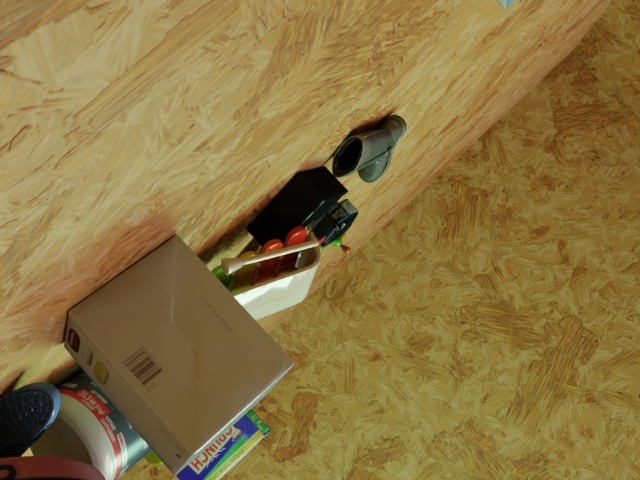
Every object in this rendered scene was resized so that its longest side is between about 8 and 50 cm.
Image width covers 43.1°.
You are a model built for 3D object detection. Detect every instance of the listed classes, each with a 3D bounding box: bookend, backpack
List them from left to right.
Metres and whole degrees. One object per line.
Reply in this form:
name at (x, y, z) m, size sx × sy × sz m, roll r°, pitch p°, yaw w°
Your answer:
bookend at (-0.042, -0.061, 1.582) m, size 0.156 × 0.072 × 0.157 m, roll -45°, pitch 174°, yaw 21°
backpack at (0.032, -0.055, 1.987) m, size 0.114 × 0.084 × 0.105 m, roll -33°, pitch 167°, yaw -41°

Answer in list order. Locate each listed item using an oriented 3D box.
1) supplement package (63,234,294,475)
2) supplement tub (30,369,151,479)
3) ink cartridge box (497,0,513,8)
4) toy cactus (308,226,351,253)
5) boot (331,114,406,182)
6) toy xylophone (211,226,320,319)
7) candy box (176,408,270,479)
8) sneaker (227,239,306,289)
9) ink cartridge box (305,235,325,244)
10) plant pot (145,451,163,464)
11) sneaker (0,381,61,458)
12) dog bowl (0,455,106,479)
supplement package at (-0.212, 0.168, 1.192) m, size 0.204 × 0.262 × 0.145 m, roll -39°, pitch 171°, yaw -32°
supplement tub at (-0.363, 0.304, 1.447) m, size 0.191 × 0.191 × 0.272 m, roll -49°, pitch 172°, yaw 37°
ink cartridge box at (0.292, -0.430, 1.182) m, size 0.143 × 0.092 × 0.090 m, roll -44°, pitch 174°, yaw 9°
toy cactus at (0.000, 0.000, 2.145) m, size 0.219 × 0.112 × 0.180 m, roll -34°, pitch 162°, yaw -6°
boot at (0.089, -0.167, 1.684) m, size 0.208 × 0.076 × 0.190 m, roll -46°, pitch 163°, yaw -52°
toy xylophone at (-0.121, 0.067, 1.468) m, size 0.322 × 0.081 × 0.236 m, roll -14°, pitch 147°, yaw -36°
candy box at (-0.345, 0.514, 2.286) m, size 0.268 × 0.317 × 0.122 m, roll -44°, pitch 173°, yaw 4°
sneaker at (-0.135, 0.085, 1.709) m, size 0.178 × 0.124 × 0.295 m, roll -48°, pitch -177°, yaw -29°
ink cartridge box at (-0.096, 0.054, 1.939) m, size 0.134 × 0.078 × 0.231 m, roll -38°, pitch 171°, yaw -43°
plant pot at (-0.374, 0.426, 2.036) m, size 0.207 × 0.228 × 0.227 m, roll -36°, pitch 173°, yaw -2°
sneaker at (-0.464, 0.281, 1.236) m, size 0.232 × 0.081 × 0.090 m, roll -39°, pitch 178°, yaw 20°
dog bowl at (-0.483, 0.456, 1.205) m, size 0.408 × 0.150 × 0.408 m, roll -14°, pitch 148°, yaw -9°
